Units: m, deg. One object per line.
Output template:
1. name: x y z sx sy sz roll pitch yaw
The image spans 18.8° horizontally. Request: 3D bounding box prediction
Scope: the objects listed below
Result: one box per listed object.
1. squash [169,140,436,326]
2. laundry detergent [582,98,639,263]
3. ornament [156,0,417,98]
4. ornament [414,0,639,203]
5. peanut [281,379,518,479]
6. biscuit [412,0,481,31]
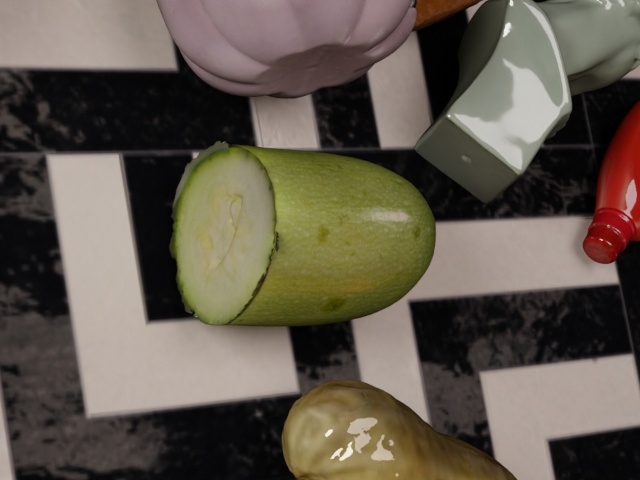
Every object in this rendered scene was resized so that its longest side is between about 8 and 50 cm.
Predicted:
1. squash: 0.000 0.000 1.257 0.186 0.123 0.123 4 75 -43
2. laundry detergent: 0.254 -0.040 1.515 0.097 0.049 0.165 50 55 -21
3. ornament: -0.024 -0.182 1.248 0.177 0.177 0.177 12 70 -36
4. ornament: 0.177 -0.147 1.429 0.120 0.130 0.285 50 51 0
5. peanut: 0.067 0.173 1.270 0.229 0.098 0.103 36 99 -25
6. biscuit: 0.070 -0.281 1.432 0.284 0.043 0.306 27 62 -27
